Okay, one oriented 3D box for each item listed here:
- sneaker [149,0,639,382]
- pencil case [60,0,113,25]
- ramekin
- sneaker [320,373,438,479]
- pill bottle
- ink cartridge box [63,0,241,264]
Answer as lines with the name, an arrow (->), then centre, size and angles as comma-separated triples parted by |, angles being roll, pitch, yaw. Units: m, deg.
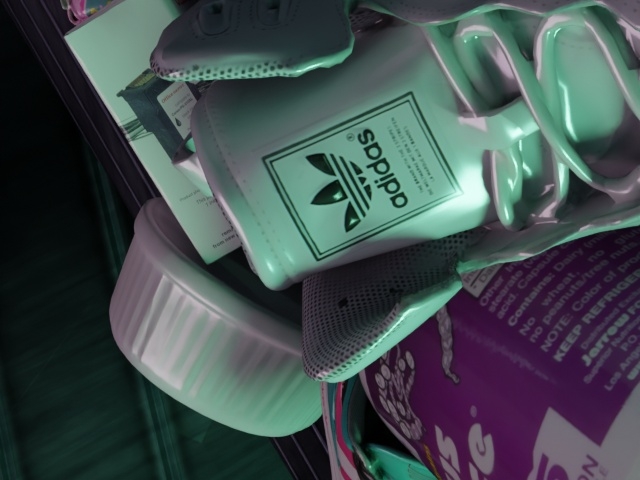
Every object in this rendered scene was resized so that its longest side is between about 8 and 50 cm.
sneaker -> 0.085, -0.035, 0.335 | 0.137, 0.210, 0.366 | 64, 167, -23
pencil case -> -0.253, -0.346, 1.196 | 0.284, 0.124, 0.124 | 63, 168, -10
ramekin -> -0.082, 0.079, 1.176 | 0.272, 0.127, 0.273 | 30, -169, -6
sneaker -> 0.078, 0.189, 0.871 | 0.178, 0.123, 0.296 | 125, 133, -73
pill bottle -> 0.115, 0.052, 0.524 | 0.301, 0.169, 0.169 | 39, 156, 60
ink cartridge box -> -0.118, -0.119, 1.103 | 0.237, 0.100, 0.172 | 59, -172, -12
